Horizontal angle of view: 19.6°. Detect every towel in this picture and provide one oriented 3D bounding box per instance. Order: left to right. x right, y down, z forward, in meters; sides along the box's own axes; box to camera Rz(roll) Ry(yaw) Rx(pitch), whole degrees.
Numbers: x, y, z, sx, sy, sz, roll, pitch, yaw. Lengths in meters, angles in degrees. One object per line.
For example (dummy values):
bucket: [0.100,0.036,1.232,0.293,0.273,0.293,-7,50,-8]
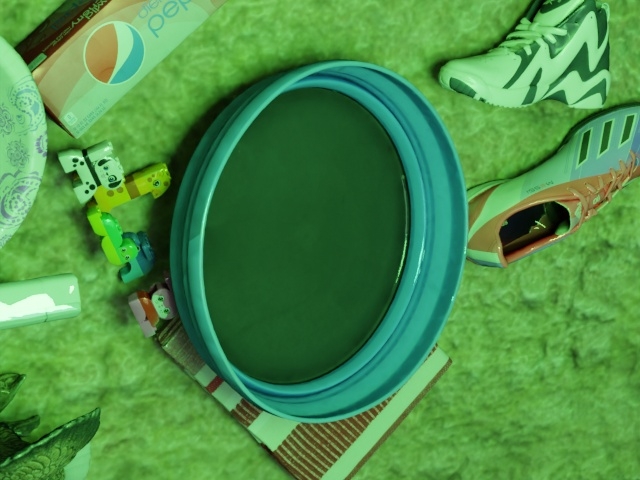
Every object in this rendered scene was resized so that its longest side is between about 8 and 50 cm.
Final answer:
towel: [-0.012,0.125,2.122,0.237,0.037,0.329,-47,124,-8]

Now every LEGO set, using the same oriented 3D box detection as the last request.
LEGO set: [-0.190,-0.025,1.939,0.093,0.087,0.227,-24,118,-2]

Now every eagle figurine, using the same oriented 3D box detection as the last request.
eagle figurine: [-0.315,0.249,1.849,0.225,0.298,0.226,-32,119,-15]

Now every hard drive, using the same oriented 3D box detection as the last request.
hard drive: [-0.429,0.082,1.762,0.353,0.233,0.047,-8,90,-23]

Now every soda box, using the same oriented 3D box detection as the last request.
soda box: [-0.190,-0.228,1.871,0.263,0.083,0.092,-44,122,-7]

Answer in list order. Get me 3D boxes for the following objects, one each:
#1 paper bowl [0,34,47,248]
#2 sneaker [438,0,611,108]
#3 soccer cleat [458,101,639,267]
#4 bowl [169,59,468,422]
paper bowl: [-0.414,-0.101,1.760,0.284,0.148,0.284,-9,111,-25]
sneaker: [0.240,-0.231,2.091,0.235,0.094,0.153,1,106,-28]
soccer cleat: [0.298,-0.058,2.169,0.318,0.116,0.108,-28,118,-16]
bowl: [0.000,0.000,2.000,0.391,0.077,0.391,-9,103,-41]
